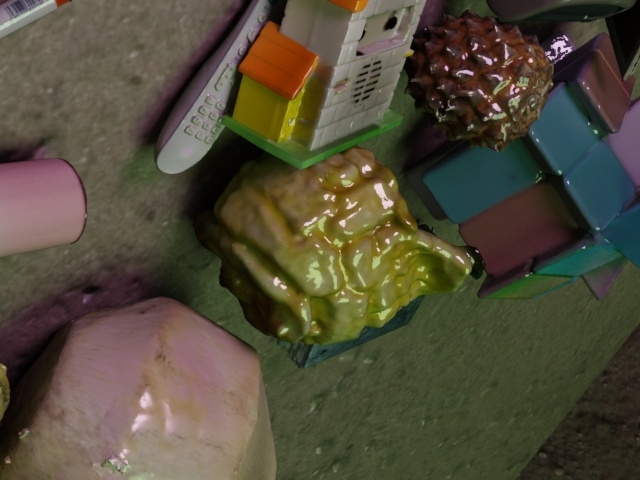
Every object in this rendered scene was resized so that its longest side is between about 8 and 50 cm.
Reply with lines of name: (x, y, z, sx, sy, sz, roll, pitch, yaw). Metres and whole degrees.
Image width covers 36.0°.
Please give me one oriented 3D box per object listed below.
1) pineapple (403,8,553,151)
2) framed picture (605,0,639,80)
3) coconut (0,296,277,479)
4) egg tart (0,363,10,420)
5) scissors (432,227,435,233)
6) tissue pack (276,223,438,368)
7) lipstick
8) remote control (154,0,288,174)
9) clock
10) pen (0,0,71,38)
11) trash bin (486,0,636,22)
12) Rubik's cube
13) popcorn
pineapple: (0.174, -0.199, 1.181, 0.166, 0.193, 0.166, -41, 149, -32)
framed picture: (0.411, -0.363, 1.247, 0.016, 0.273, 0.216, 11, 134, -6)
coconut: (-0.202, 0.242, 1.174, 0.352, 0.352, 0.353, -32, 150, -21)
egg tart: (-0.433, 0.175, 1.001, 0.231, 0.098, 0.252, -25, 144, -20)
scissors: (0.187, 0.005, 1.670, 0.036, 0.006, 0.083, -29, 149, -22)
tissue pack: (0.067, 0.084, 1.541, 0.257, 0.081, 0.185, -17, 142, -42)
lipstick: (-0.362, -0.012, 0.840, 0.326, 0.087, 0.087, -13, 139, -44)
remote control: (-0.104, -0.168, 1.018, 0.229, 0.044, 0.073, -57, 154, 7)
clock: (0.030, -0.231, 1.022, 0.219, 0.106, 0.255, -29, 144, -53)
pen: (-0.299, -0.155, 0.794, 0.218, 0.026, 0.026, -34, 151, -18)
trash bin: (0.309, -0.387, 1.121, 0.209, 0.182, 0.290, -10, 132, -42)
Rubik's cube: (0.338, -0.083, 1.416, 0.387, 0.358, 0.368, -37, -172, 1)
popcorn: (-0.007, 0.005, 1.176, 0.237, 0.293, 0.293, -44, 153, -14)
